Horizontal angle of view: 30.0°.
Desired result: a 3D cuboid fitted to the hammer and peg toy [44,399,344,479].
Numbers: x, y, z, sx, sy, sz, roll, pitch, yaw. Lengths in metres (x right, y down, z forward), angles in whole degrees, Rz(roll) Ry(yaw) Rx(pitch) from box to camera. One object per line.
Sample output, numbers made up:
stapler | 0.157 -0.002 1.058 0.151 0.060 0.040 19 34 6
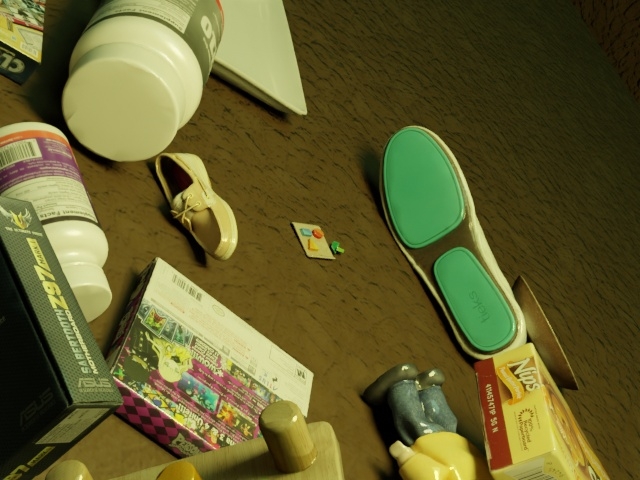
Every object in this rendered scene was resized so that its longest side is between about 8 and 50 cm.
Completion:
hammer and peg toy | -0.099 0.290 0.865 0.361 0.266 0.127 -98 170 -55

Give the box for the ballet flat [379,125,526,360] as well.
ballet flat | 0.201 0.014 1.819 0.139 0.139 0.400 8 51 -51

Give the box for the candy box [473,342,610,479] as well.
candy box | 0.298 0.302 1.491 0.316 0.088 0.183 57 20 -33

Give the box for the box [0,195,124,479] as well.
box | -0.272 0.106 0.889 0.059 0.233 0.183 12 44 -57

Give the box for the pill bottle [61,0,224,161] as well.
pill bottle | -0.215 -0.223 1.468 0.161 0.161 0.283 37 30 -19

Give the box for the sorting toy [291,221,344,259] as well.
sorting toy | 0.000 0.000 1.646 0.083 0.012 0.062 6 48 -51

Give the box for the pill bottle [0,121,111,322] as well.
pill bottle | -0.272 -0.012 1.173 0.108 0.108 0.193 11 45 -49

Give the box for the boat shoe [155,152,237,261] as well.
boat shoe | -0.155 -0.042 1.436 0.059 0.063 0.170 13 34 -44

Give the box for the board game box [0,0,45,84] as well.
board game box | -0.435 -0.298 1.381 0.243 0.042 0.165 29 33 -31

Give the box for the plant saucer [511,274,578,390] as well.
plant saucer | 0.338 0.149 1.844 0.198 0.036 0.198 62 5 -9

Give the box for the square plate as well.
square plate | -0.183 -0.360 1.811 0.347 0.049 0.344 28 33 -33

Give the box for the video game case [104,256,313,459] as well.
video game case | -0.115 0.150 1.259 0.232 0.042 0.210 38 29 -17

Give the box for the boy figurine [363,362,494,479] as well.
boy figurine | 0.157 0.285 1.421 0.177 0.092 0.285 15 43 -46
